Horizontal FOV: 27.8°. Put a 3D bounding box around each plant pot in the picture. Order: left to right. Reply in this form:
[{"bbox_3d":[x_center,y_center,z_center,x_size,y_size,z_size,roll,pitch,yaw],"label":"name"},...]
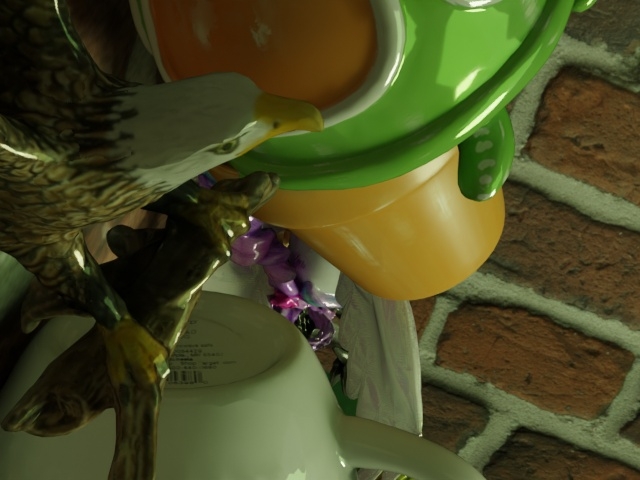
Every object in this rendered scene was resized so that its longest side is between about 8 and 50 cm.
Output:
[{"bbox_3d":[0.040,-0.062,0.905,0.188,0.205,0.205,55,49,-41],"label":"plant pot"}]

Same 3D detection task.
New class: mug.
[{"bbox_3d":[-0.055,0.216,0.860,0.276,0.374,0.328,-73,168,-70],"label":"mug"}]

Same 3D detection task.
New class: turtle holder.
[{"bbox_3d":[0.029,-0.192,0.718,0.320,0.243,0.227,-49,133,-14],"label":"turtle holder"}]

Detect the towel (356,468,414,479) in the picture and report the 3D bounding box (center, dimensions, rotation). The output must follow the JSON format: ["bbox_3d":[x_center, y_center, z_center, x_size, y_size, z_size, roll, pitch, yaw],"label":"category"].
[{"bbox_3d":[-0.017,0.186,1.138,0.102,0.237,0.021,-35,121,-38],"label":"towel"}]

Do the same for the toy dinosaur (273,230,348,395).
[{"bbox_3d":[-0.028,0.043,1.369,0.322,0.218,0.164,-36,-154,-13],"label":"toy dinosaur"}]

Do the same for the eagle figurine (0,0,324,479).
[{"bbox_3d":[-0.110,-0.051,0.443,0.298,0.225,0.226,53,9,-50],"label":"eagle figurine"}]

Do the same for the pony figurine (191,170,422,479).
[{"bbox_3d":[0.000,0.000,1.144,0.363,0.303,0.351,-23,114,-52],"label":"pony figurine"}]

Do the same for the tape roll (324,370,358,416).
[{"bbox_3d":[-0.050,0.329,1.750,0.077,0.321,0.321,41,68,-53],"label":"tape roll"}]
